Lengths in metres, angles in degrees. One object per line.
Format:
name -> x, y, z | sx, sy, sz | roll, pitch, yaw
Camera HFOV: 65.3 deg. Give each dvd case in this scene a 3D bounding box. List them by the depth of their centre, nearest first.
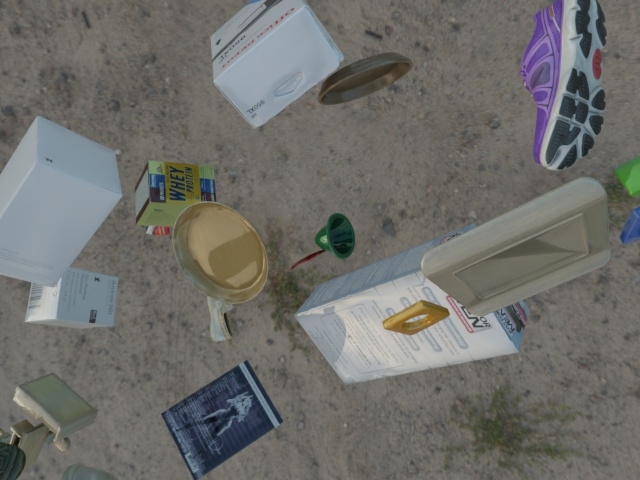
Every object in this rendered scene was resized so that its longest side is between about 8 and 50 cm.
dvd case -> -0.218, 0.395, 1.111 | 0.221, 0.018, 0.164 | -31, 71, -13

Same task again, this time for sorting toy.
sorting toy -> 0.216, 0.011, 0.550 | 0.348, 0.196, 0.047 | -28, 56, 19

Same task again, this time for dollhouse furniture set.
dollhouse furniture set -> -0.670, 0.474, 1.202 | 0.161, 0.212, 0.242 | 32, 105, 17

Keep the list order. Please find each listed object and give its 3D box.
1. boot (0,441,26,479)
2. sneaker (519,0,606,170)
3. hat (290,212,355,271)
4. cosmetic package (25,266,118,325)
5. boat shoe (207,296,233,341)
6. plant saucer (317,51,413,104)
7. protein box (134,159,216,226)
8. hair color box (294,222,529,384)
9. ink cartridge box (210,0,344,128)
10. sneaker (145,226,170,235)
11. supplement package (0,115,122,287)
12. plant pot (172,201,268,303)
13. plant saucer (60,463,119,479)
boot -> -0.666, 0.381, 0.858 | 0.270, 0.089, 0.236 | -25, 127, 37
sneaker -> 0.226, -0.148, 0.480 | 0.068, 0.071, 0.169 | 13, 83, -30
hat -> 0.000, 0.000, 1.861 | 0.184, 0.209, 0.172 | -12, 93, 36
cosmetic package -> -0.715, 0.169, 1.447 | 0.152, 0.184, 0.151 | -9, 72, 30
boat shoe -> -0.250, 0.172, 1.267 | 0.059, 0.063, 0.169 | -3, 96, 2
plant saucer -> 0.119, -0.449, 1.386 | 0.278, 0.278, 0.041 | -19, 91, 12
protein box -> -0.454, -0.138, 1.552 | 0.200, 0.201, 0.135 | 2, 72, -31
hair color box -> 0.148, 0.131, 0.900 | 0.375, 0.113, 0.185 | -25, 104, 42
ink cartridge box -> -0.131, -0.512, 1.321 | 0.286, 0.394, 0.166 | -35, 127, 13
sneaker -> -0.561, -0.134, 1.862 | 0.118, 0.107, 0.279 | 14, 124, -32
supplement package -> -0.582, -0.074, 1.061 | 0.175, 0.177, 0.293 | 26, 116, -42
plant pot -> -0.209, 0.024, 1.064 | 0.237, 0.032, 0.236 | 10, 116, 20
plant saucer -> -0.427, 0.656, 1.099 | 0.101, 0.400, 0.400 | -29, 98, -18
